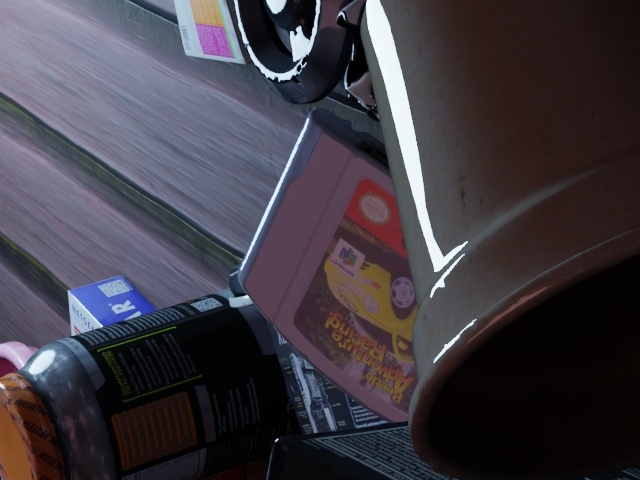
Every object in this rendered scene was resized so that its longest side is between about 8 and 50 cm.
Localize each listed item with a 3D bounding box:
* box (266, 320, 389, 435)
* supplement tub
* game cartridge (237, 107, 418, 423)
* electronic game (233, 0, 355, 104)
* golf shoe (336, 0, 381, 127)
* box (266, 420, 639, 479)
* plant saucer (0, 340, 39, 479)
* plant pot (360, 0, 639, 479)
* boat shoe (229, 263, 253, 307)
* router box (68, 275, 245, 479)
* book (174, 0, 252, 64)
[{"bbox_3d":[0.073,0.154,1.561,0.307,0.077,0.242,-25,82,62],"label":"box"},{"bbox_3d":[-0.188,0.178,1.799,0.193,0.316,0.193,38,136,49],"label":"supplement tub"},{"bbox_3d":[0.068,0.046,1.391,0.294,0.060,0.196,35,119,23],"label":"game cartridge"},{"bbox_3d":[-0.024,-0.242,1.555,0.229,0.048,0.229,23,116,59],"label":"electronic game"},{"bbox_3d":[0.062,-0.118,1.417,0.077,0.094,0.198,2,108,60],"label":"golf shoe"},{"bbox_3d":[0.156,0.249,1.135,0.296,0.294,0.182,23,108,43],"label":"box"},{"bbox_3d":[-0.360,0.291,2.253,0.332,0.084,0.332,39,137,48],"label":"plant saucer"},{"bbox_3d":[0.171,-0.057,1.051,0.334,0.334,0.305,116,142,-53],"label":"plant pot"},{"bbox_3d":[0.000,0.000,1.588,0.302,0.114,0.091,-19,88,51],"label":"boat shoe"},{"bbox_3d":[-0.211,0.252,2.135,0.335,0.082,0.301,39,137,48],"label":"router box"},{"bbox_3d":[-0.113,-0.237,1.744,0.144,0.035,0.096,19,124,58],"label":"book"}]
